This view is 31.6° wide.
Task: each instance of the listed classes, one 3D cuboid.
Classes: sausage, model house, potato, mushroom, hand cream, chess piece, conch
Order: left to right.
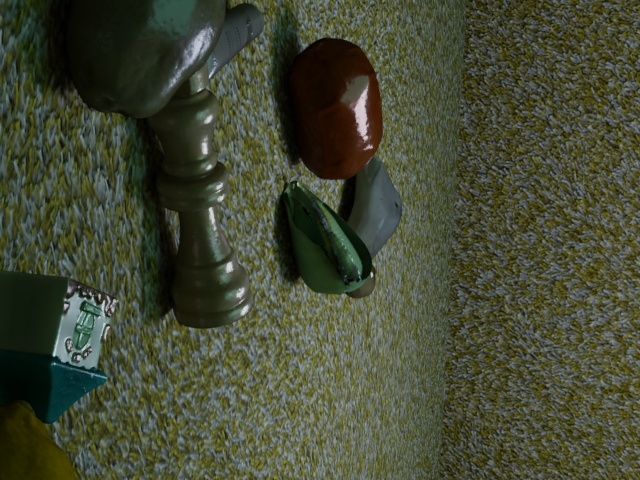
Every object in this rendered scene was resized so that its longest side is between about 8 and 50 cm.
[{"bbox_3d":[-0.289,0.115,1.180,0.127,0.100,0.149,40,59,-69],"label":"model house"},{"bbox_3d":[-0.200,-0.249,1.286,0.178,0.160,0.235,30,76,-30],"label":"potato"},{"bbox_3d":[-0.168,-0.079,1.513,0.117,0.117,0.397,-56,146,-58],"label":"chess piece"},{"bbox_3d":[-0.138,-0.297,1.655,0.186,0.054,0.087,-51,139,-50],"label":"hand cream"},{"bbox_3d":[0.012,0.013,2.071,0.250,0.137,0.143,66,34,-57],"label":"conch"},{"bbox_3d":[0.027,-0.230,2.025,0.141,0.153,0.268,-26,131,-21],"label":"sausage"},{"bbox_3d":[0.088,-0.028,2.395,0.159,0.122,0.329,42,44,-23],"label":"mushroom"}]

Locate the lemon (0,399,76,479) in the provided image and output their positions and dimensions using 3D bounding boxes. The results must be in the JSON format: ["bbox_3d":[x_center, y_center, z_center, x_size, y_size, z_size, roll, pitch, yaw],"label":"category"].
[{"bbox_3d":[-0.309,0.261,1.004,0.188,0.188,0.257,71,33,-53],"label":"lemon"}]
